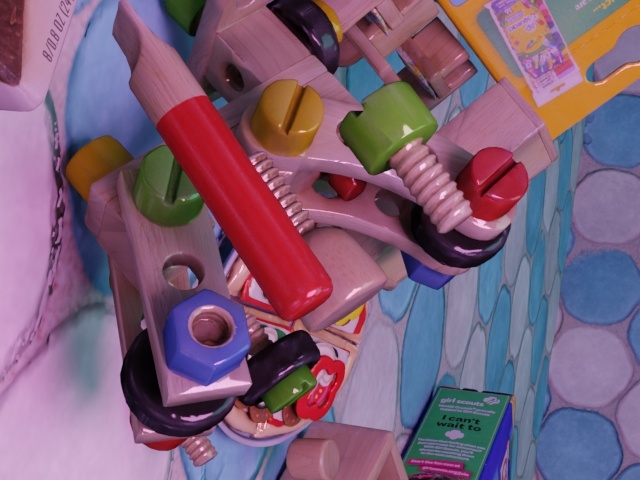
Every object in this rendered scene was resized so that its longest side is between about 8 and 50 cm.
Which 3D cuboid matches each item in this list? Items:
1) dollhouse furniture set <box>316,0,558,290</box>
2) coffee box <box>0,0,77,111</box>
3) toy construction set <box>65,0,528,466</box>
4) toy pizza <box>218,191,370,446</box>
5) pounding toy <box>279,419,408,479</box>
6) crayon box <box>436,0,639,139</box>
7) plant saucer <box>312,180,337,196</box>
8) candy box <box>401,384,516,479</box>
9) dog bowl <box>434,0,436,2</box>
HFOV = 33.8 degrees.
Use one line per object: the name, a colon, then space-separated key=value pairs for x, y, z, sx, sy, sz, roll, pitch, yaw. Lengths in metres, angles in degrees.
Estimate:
dollhouse furniture set: x=0.029 y=-0.110 z=0.765 sx=0.161 sy=0.242 sz=0.212 roll=-39 pitch=161 yaw=8
coffee box: x=-0.164 y=-0.174 z=0.251 sx=0.297 sy=0.118 sz=0.168 roll=50 pitch=50 yaw=-65
toy construction set: x=-0.048 y=-0.050 z=0.544 sx=0.237 sy=0.257 sz=0.309 roll=56 pitch=-5 yaw=11
toy pizza: x=-0.014 y=0.063 z=0.800 sx=0.201 sy=0.032 sz=0.201 roll=-25 pitch=123 yaw=-47
pounding toy: x=-0.007 y=0.237 z=0.898 sx=0.181 sy=0.094 sz=0.206 roll=-56 pitch=139 yaw=-43
crayon box: x=0.154 y=-0.253 z=0.768 sx=0.323 sy=0.203 sz=0.083 roll=47 pitch=15 yaw=-29
plant saucer: x=0.000 y=0.000 z=0.903 sx=0.198 sy=0.036 sz=0.199 roll=7 pitch=90 yaw=-72
candy box: x=0.166 y=0.386 z=1.380 sx=0.317 sy=0.122 sz=0.268 roll=-51 pitch=143 yaw=-59
dog bowl: x=0.093 y=-0.383 z=0.936 sx=0.349 sy=0.102 sz=0.349 roll=8 pitch=90 yaw=-71
